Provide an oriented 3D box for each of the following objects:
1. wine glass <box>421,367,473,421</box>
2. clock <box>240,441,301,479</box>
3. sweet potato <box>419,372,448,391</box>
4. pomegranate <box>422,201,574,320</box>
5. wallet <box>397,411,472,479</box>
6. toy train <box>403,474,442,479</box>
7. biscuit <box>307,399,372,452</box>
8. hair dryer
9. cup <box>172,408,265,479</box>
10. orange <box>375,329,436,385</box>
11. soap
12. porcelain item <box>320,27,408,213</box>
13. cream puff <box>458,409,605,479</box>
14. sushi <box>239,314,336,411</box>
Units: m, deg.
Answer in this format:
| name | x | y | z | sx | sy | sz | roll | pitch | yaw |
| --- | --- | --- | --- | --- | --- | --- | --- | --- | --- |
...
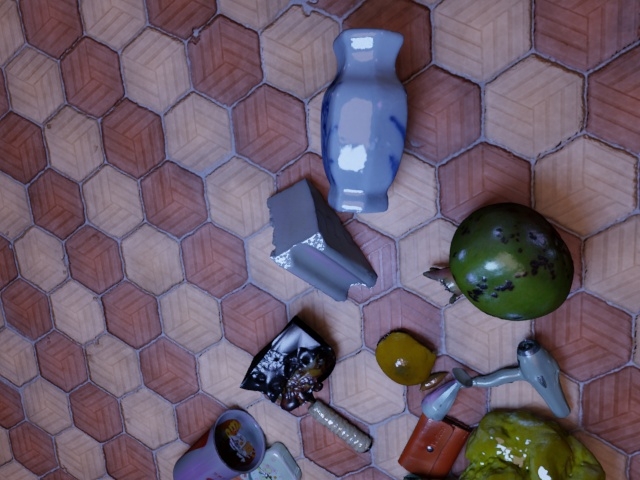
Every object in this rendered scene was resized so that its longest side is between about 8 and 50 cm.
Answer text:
| name | x | y | z | sx | sy | sz | roll | pitch | yaw |
| --- | --- | --- | --- | --- | --- | --- | --- | --- | --- |
| wine glass | 0.346 | 0.421 | 1.181 | 0.073 | 0.073 | 0.155 | 31 | 117 | 8 |
| clock | -0.171 | 0.760 | 1.405 | 0.191 | 0.062 | 0.151 | -31 | 93 | 19 |
| sweet potato | 0.319 | 0.399 | 1.220 | 0.095 | 0.034 | 0.034 | -34 | 90 | 7 |
| pomegranate | 0.405 | 0.067 | 1.006 | 0.323 | 0.291 | 0.291 | -28 | 92 | 18 |
| wallet | 0.329 | 0.599 | 1.248 | 0.142 | 0.045 | 0.204 | 24 | 105 | 10 |
| toy train | 0.321 | 0.794 | 1.226 | 0.177 | 0.116 | 0.285 | 0 | 114 | 22 |
| biscuit | 0.058 | 0.570 | 1.310 | 0.219 | 0.055 | 0.061 | 37 | 118 | 6 |
| hair dryer | 0.537 | 0.404 | 1.153 | 0.229 | 0.092 | 0.267 | 43 | 122 | -2 |
| cup | -0.342 | 0.700 | 1.386 | 0.288 | 0.203 | 0.203 | -43 | 88 | 24 |
| orange | 0.231 | 0.336 | 1.196 | 0.170 | 0.112 | 0.160 | -7 | 99 | 28 |
| soap | 0.000 | 0.000 | 1.225 | 0.159 | 0.258 | 0.302 | -34 | 135 | 18 |
| porcelain item | 0.096 | -0.277 | 1.041 | 0.178 | 0.242 | 0.405 | 1 | 104 | -11 |
| cream puff | 0.535 | 0.647 | 1.083 | 0.378 | 0.275 | 0.378 | 2 | 99 | 15 |
| sushi | -0.076 | 0.368 | 1.247 | 0.212 | 0.215 | 0.227 | 40 | 87 | 0 |
